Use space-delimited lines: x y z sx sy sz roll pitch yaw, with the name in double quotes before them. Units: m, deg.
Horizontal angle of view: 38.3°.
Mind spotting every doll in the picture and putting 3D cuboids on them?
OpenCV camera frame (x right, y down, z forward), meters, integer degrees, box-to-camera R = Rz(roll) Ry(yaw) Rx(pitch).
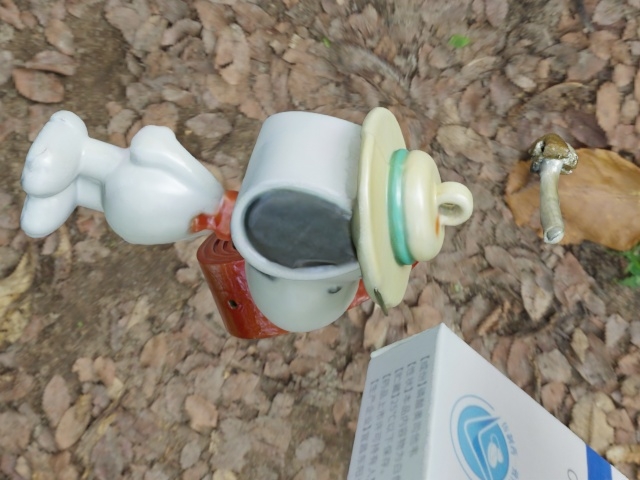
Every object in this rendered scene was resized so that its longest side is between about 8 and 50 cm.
"doll" -0.058 -0.027 0.631 0.271 0.144 0.208 27 134 -16

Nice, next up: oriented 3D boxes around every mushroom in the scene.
"mushroom" 0.286 -0.060 1.117 0.061 0.187 0.060 2 137 7

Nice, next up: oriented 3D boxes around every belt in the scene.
"belt" 0.000 0.000 1.169 0.324 0.227 0.115 -30 113 -31

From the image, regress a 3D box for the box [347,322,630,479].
"box" 0.082 0.231 0.427 0.200 0.343 0.065 40 132 -25
